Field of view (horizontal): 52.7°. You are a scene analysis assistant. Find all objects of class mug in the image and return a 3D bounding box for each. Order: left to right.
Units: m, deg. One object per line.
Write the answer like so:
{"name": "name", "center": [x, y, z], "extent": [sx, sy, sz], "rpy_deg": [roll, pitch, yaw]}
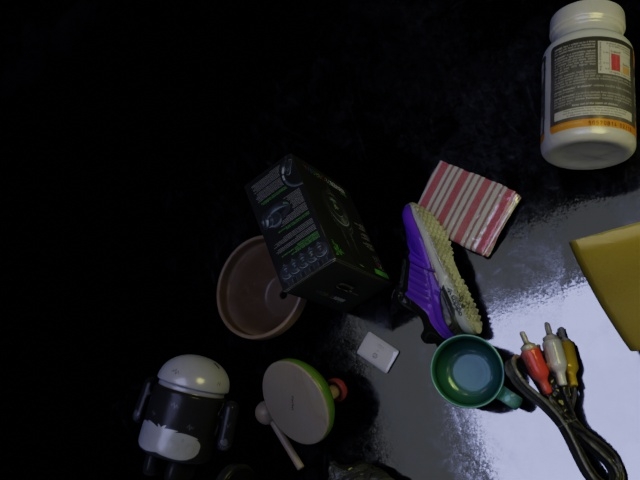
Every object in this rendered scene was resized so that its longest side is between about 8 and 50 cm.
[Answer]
{"name": "mug", "center": [0.276, 0.252, 1.178], "extent": [0.130, 0.097, 0.157], "rpy_deg": [-26, 71, 8]}

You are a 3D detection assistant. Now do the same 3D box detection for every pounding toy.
{"name": "pounding toy", "center": [-0.028, 0.337, 1.364], "extent": [0.183, 0.110, 0.236], "rpy_deg": [43, 129, 23]}

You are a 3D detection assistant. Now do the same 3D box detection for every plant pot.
{"name": "plant pot", "center": [-0.111, 0.113, 1.467], "extent": [0.238, 0.110, 0.237], "rpy_deg": [-10, 70, 29]}
{"name": "plant pot", "center": [0.540, 0.066, 1.023], "extent": [0.212, 0.212, 0.187], "rpy_deg": [-18, 78, 27]}

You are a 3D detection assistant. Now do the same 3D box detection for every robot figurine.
{"name": "robot figurine", "center": [-0.308, 0.399, 1.465], "extent": [0.174, 0.209, 0.278], "rpy_deg": [172, 114, -69]}

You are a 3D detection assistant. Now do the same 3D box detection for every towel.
{"name": "towel", "center": [0.292, -0.068, 1.323], "extent": [0.197, 0.029, 0.144], "rpy_deg": [31, 95, 36]}

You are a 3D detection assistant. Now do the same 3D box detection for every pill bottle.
{"name": "pill bottle", "center": [0.488, -0.283, 1.183], "extent": [0.162, 0.162, 0.278], "rpy_deg": [-2, 74, 32]}

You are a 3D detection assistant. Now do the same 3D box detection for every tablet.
{"name": "tablet", "center": [0.119, 0.233, 1.346], "extent": [0.083, 0.006, 0.054], "rpy_deg": [31, 92, 36]}

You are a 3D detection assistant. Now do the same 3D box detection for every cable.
{"name": "cable", "center": [0.409, 0.277, 1.078], "extent": [0.072, 0.140, 0.287], "rpy_deg": [119, 141, -49]}

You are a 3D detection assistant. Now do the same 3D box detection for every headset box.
{"name": "headset box", "center": [0.000, 0.000, 1.349], "extent": [0.131, 0.246, 0.283], "rpy_deg": [-34, 59, 20]}

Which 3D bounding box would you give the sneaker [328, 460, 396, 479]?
{"name": "sneaker", "center": [0.033, 0.512, 1.232], "extent": [0.227, 0.087, 0.130], "rpy_deg": [-42, 44, -18]}

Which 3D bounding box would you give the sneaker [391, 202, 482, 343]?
{"name": "sneaker", "center": [0.196, 0.071, 1.280], "extent": [0.146, 0.102, 0.293], "rpy_deg": [-29, 67, 27]}

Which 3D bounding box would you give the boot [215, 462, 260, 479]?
{"name": "boot", "center": [-0.080, 0.618, 1.267], "extent": [0.260, 0.131, 0.347], "rpy_deg": [-14, 78, 36]}
